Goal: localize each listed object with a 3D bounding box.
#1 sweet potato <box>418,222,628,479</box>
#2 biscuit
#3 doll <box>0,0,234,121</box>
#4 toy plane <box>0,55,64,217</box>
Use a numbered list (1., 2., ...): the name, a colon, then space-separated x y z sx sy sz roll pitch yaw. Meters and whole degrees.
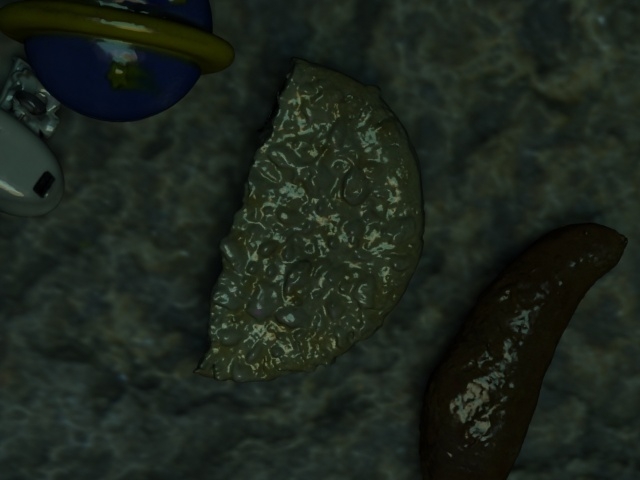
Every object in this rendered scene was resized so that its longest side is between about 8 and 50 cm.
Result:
1. sweet potato: 0.149 0.130 1.681 0.114 0.092 0.341 23 94 -28
2. biscuit: 0.000 0.000 1.647 0.179 0.084 0.281 19 96 -15
3. doll: -0.197 -0.226 1.547 0.311 0.159 0.242 13 96 -7
4. toy plane: -0.287 -0.080 1.591 0.174 0.080 0.174 3 80 -20
